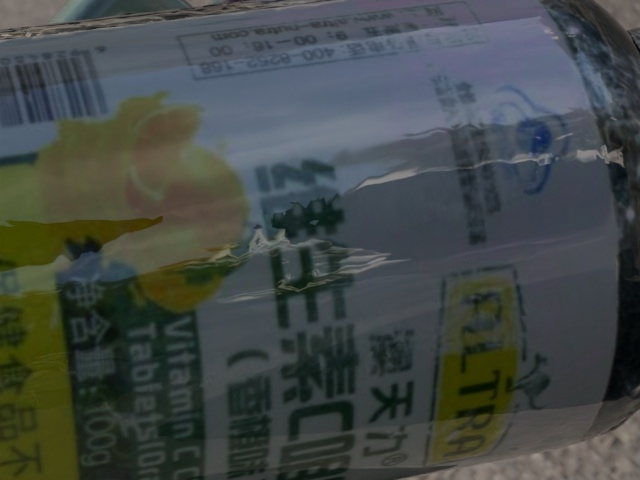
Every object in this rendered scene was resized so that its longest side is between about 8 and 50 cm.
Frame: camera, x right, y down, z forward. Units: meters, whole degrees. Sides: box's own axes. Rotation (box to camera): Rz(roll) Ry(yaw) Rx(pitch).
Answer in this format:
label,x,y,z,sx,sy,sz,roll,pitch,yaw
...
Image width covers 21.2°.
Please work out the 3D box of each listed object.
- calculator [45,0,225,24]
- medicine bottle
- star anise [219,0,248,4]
label,x,y,z,sx,sy,sz,roll,pitch,yaw
calculator,-0.130,-0.037,0.933,0.246,0.141,0.045,-47,27,-1
medicine bottle,0.000,0.000,0.484,0.293,0.141,0.141,-9,30,-15
star anise,0.020,-0.116,0.686,0.144,0.140,0.158,167,115,-80
